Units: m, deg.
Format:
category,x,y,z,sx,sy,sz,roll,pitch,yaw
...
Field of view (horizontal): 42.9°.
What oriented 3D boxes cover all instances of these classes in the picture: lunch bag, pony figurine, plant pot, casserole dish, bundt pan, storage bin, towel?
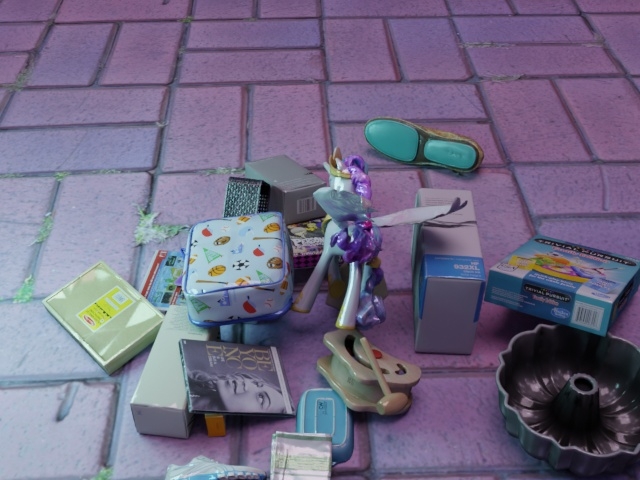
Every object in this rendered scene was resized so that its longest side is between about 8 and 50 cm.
category,x,y,z,sx,sy,sz,roll,pitch,yaw
lunch bag,-0.181,0.055,1.745,0.243,0.115,0.303,-10,33,2
pony figurine,0.078,-0.008,1.653,0.302,0.364,0.351,8,2,-31
plant pot,0.084,0.097,1.846,0.109,0.096,0.109,22,44,25
casserole dish,0.009,0.353,1.582,0.114,0.037,0.188,1,38,0
bundt pan,0.494,0.314,1.562,0.330,0.124,0.331,0,39,0
storage bin,-0.180,-0.056,1.952,0.084,0.180,0.122,8,-3,8
towel,-0.037,0.421,1.477,0.113,0.023,0.152,1,56,3

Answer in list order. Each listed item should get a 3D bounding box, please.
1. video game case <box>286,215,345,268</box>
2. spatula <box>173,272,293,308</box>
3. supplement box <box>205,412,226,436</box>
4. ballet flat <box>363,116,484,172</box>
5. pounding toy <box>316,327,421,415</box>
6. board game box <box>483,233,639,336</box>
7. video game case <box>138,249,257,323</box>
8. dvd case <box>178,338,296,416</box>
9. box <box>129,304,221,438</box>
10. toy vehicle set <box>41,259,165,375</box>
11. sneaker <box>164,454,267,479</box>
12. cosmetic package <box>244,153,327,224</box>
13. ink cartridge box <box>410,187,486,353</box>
category,x,y,z,sx,sy,sz,roll,pitch,yaw
video game case,0.000,0.000,1.966,0.232,0.042,0.210,-5,26,-11
spatula,-0.191,0.109,1.841,0.296,0.030,0.084,17,40,20
supplement box,-0.205,0.325,1.593,0.036,0.062,0.098,-4,39,-2
ballet flat,0.294,-0.271,2.298,0.348,0.123,0.123,17,42,20
pounding toy,0.116,0.240,1.605,0.154,0.155,0.269,-2,29,-33
board game box,0.537,0.085,1.770,0.253,0.079,0.336,16,21,27
video game case,-0.269,0.104,1.892,0.285,0.025,0.204,5,40,5
dvd case,-0.164,0.271,1.606,0.221,0.018,0.165,10,42,-29
box,-0.287,0.259,1.648,0.113,0.094,0.275,6,40,7
toy vehicle set,-0.473,0.162,1.790,0.166,0.035,0.267,-37,51,-24
sneaker,-0.193,0.421,1.474,0.190,0.071,0.083,-3,34,-4
cosmetic package,-0.091,-0.133,2.085,0.127,0.107,0.238,-16,32,-26
ink cartridge box,0.272,0.062,1.788,0.129,0.223,0.307,2,39,2
